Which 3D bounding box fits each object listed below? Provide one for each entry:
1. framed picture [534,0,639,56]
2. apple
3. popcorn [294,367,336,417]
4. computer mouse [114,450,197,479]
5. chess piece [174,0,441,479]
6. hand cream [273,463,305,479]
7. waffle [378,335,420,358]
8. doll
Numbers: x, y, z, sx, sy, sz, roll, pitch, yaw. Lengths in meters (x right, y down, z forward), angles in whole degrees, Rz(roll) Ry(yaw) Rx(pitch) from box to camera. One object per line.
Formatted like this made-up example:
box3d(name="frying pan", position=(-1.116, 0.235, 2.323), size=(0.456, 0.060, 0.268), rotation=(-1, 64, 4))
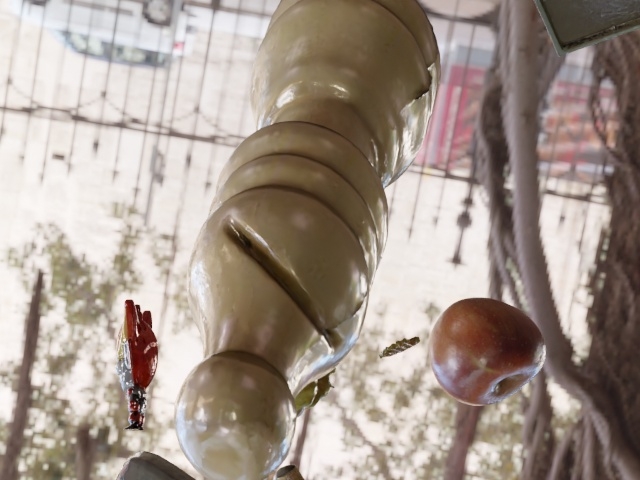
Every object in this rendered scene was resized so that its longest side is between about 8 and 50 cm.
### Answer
box3d(name="framed picture", position=(0.415, -0.356, 1.463), size=(0.265, 0.018, 0.192), rotation=(-17, 139, 20))
box3d(name="apple", position=(0.280, 0.185, 1.896), size=(0.201, 0.201, 0.162), rotation=(3, -134, -44))
box3d(name="popcorn", position=(-0.073, 0.223, 1.970), size=(0.225, 0.249, 0.249), rotation=(-2, -168, -23))
box3d(name="computer mouse", position=(-0.108, 0.344, 1.150), size=(0.095, 0.197, 0.331), rotation=(-18, -148, -37))
box3d(name="chess piece", position=(-0.011, -0.004, 0.576), size=(0.124, 0.139, 0.307), rotation=(34, -137, -16))
box3d(name="hand cream", position=(-0.014, 0.467, 1.848), size=(0.084, 0.203, 0.084), rotation=(-32, -179, 1))
box3d(name="waffle", position=(0.150, 0.198, 2.056), size=(0.085, 0.016, 0.078), rotation=(-7, 158, -44))
box3d(name="doll", position=(-0.244, 0.169, 1.476), size=(0.057, 0.169, 0.109), rotation=(-7, 167, 4))
